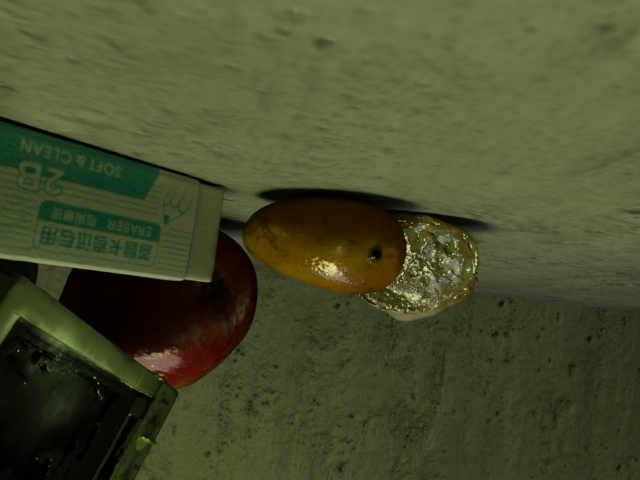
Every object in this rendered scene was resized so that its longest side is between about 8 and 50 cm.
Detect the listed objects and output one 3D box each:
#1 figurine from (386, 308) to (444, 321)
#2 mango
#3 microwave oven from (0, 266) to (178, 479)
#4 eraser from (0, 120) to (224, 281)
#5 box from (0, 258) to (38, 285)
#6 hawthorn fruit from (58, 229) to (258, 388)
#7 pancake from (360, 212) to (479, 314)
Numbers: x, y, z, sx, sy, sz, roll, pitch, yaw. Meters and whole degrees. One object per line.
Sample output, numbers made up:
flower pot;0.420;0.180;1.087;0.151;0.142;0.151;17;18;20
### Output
figurine;0.083;0.036;0.716;0.228;0.112;0.137;14;168;-12
mango;0.000;0.000;0.565;0.164;0.089;0.115;14;179;11
microwave oven;-0.345;0.157;0.567;0.286;0.219;0.355;17;156;15
eraser;-0.181;-0.022;0.495;0.052;0.096;0.225;3;173;37
box;-0.516;0.035;0.799;0.226;0.226;0.149;11;173;-39
hawthorn fruit;-0.234;0.088;0.876;0.284;0.285;0.284;7;174;1
pancake;0.099;0.027;0.628;0.139;0.140;0.022;6;-146;7
